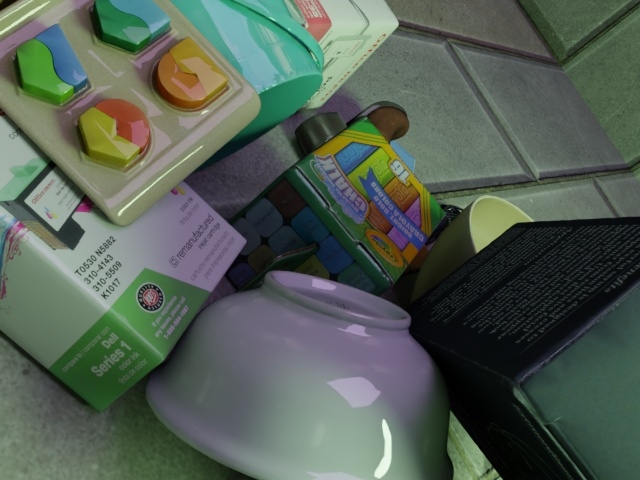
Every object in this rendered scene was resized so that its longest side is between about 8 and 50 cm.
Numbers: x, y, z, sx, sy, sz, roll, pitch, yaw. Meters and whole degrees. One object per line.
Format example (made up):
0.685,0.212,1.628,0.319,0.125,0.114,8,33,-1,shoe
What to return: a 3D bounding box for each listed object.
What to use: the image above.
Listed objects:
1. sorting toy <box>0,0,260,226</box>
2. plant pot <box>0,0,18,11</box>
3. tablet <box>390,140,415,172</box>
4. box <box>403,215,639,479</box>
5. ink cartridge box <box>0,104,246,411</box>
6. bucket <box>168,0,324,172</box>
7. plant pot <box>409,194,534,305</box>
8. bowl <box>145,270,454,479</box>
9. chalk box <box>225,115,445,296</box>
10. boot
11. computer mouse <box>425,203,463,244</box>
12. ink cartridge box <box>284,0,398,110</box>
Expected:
-0.179,-0.146,0.676,0.208,0.038,0.193,48,63,-7,sorting toy
-0.377,-0.268,0.708,0.212,0.212,0.187,45,23,-10,plant pot
0.143,-0.160,1.389,0.083,0.006,0.054,38,36,-18,tablet
0.270,0.152,0.728,0.293,0.212,0.395,53,-6,-5,box
-0.235,-0.016,0.704,0.278,0.117,0.201,44,34,-11,ink cartridge box
-0.141,-0.202,0.863,0.183,0.281,0.281,59,34,0,bucket
0.240,0.103,1.095,0.284,0.191,0.284,30,40,-29,plant pot
-0.001,0.112,0.705,0.298,0.134,0.298,17,5,-2,bowl
0.000,0.000,0.917,0.179,0.180,0.289,50,35,-3,chalk box
0.115,-0.084,1.206,0.264,0.096,0.280,-16,73,-55,boot
0.278,0.047,1.299,0.188,0.072,0.272,-19,75,-56,computer mouse
-0.038,-0.290,1.106,0.117,0.207,0.283,53,34,8,ink cartridge box
